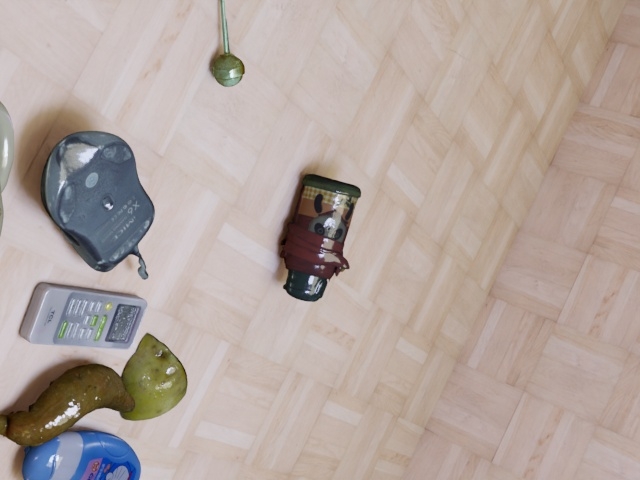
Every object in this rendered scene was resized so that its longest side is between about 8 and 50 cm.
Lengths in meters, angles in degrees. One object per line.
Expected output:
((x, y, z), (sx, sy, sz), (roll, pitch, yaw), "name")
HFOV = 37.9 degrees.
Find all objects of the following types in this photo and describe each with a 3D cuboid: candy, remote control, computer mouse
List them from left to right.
((-0.402, 0.133, 1.605), (0.250, 0.034, 0.103), (18, 94, -59), "remote control")
((-0.357, -0.047, 1.513), (0.167, 0.090, 0.379), (-47, 150, -21), "computer mouse")
((-0.167, -0.370, 1.639), (0.061, 0.061, 0.202), (-28, 123, -46), "candy")

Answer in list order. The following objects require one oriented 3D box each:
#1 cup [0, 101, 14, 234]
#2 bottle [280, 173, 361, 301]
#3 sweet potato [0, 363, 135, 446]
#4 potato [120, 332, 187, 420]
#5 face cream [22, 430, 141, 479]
((-0.505, -0.092, 1.225), (0.173, 0.255, 0.202), (1, 114, -12), "cup")
((0.000, 0.000, 2.018), (0.143, 0.156, 0.271), (7, 99, -65), "bottle")
((-0.424, 0.274, 1.604), (0.310, 0.098, 0.124), (-11, 139, -56), "sweet potato")
((-0.323, 0.274, 1.771), (0.120, 0.081, 0.149), (-46, 143, -35), "potato")
((-0.434, 0.411, 1.684), (0.149, 0.083, 0.264), (-59, 148, -6), "face cream")
